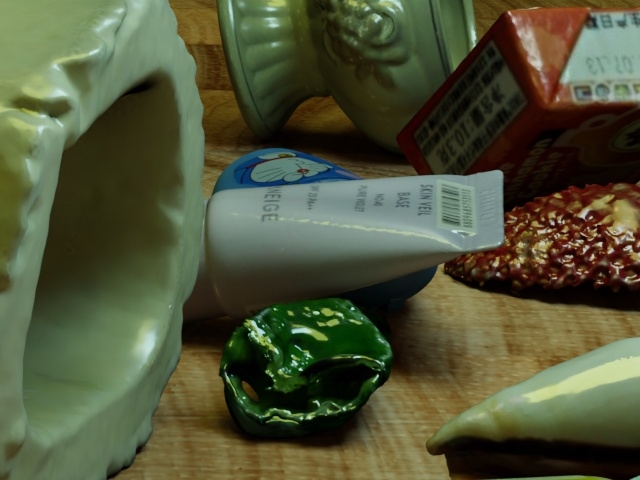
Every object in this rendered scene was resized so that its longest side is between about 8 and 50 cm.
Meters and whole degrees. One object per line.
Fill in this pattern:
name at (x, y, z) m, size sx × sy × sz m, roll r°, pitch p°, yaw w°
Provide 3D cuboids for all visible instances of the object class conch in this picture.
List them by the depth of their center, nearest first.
conch at (0.158, 0.115, 1.157) m, size 0.176 × 0.104 × 0.094 m, roll -7°, pitch -4°, yaw -25°

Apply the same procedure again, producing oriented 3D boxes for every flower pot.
flower pot at (0.029, -0.229, 2.070) m, size 0.244 × 0.307 × 0.307 m, roll -10°, pitch 12°, yaw 12°

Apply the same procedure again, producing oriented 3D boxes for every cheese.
cheese at (-0.187, -0.002, 1.126) m, size 0.153 × 0.292 × 0.332 m, roll 8°, pitch 21°, yaw 12°

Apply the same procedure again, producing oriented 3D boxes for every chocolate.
chocolate at (0.226, -0.117, 1.812) m, size 0.234 × 0.108 × 0.237 m, roll -3°, pitch -24°, yaw -28°

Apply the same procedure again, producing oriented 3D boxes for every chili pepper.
chili pepper at (0.008, 0.079, 1.318) m, size 0.108 × 0.062 × 0.216 m, roll 14°, pitch 17°, yaw 14°

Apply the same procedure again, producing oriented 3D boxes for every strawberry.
strawberry at (0.216, -0.002, 1.615) m, size 0.208 × 0.087 × 0.167 m, roll -2°, pitch 17°, yaw -14°

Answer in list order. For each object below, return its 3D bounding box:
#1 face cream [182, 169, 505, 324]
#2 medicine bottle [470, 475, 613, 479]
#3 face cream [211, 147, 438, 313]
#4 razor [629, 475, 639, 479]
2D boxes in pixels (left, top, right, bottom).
face cream at (0.000, 0.000, 1.421) m, size 0.273 × 0.096 × 0.154 m, roll -10°, pitch 18°, yaw 8°
medicine bottle at (0.126, 0.168, 0.892) m, size 0.212 × 0.122 × 0.122 m, roll 0°, pitch 16°, yaw -17°
face cream at (0.004, -0.007, 1.586) m, size 0.149 × 0.083 × 0.264 m, roll -12°, pitch 20°, yaw -23°
razor at (0.203, 0.143, 1.095) m, size 0.278 × 0.111 × 0.056 m, roll -15°, pitch 22°, yaw -26°
